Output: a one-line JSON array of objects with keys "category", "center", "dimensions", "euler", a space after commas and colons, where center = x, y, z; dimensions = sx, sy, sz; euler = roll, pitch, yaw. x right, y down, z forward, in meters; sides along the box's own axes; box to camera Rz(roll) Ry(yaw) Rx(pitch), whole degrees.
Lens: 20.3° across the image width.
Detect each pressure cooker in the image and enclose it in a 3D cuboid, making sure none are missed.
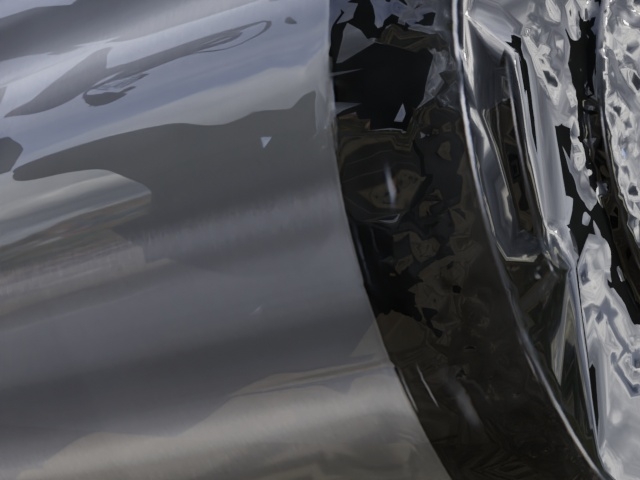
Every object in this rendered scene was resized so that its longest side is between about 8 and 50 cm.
[{"category": "pressure cooker", "center": [-0.002, 0.004, 0.781], "dimensions": [0.420, 0.370, 0.375], "euler": [-16, 5, 40]}]
